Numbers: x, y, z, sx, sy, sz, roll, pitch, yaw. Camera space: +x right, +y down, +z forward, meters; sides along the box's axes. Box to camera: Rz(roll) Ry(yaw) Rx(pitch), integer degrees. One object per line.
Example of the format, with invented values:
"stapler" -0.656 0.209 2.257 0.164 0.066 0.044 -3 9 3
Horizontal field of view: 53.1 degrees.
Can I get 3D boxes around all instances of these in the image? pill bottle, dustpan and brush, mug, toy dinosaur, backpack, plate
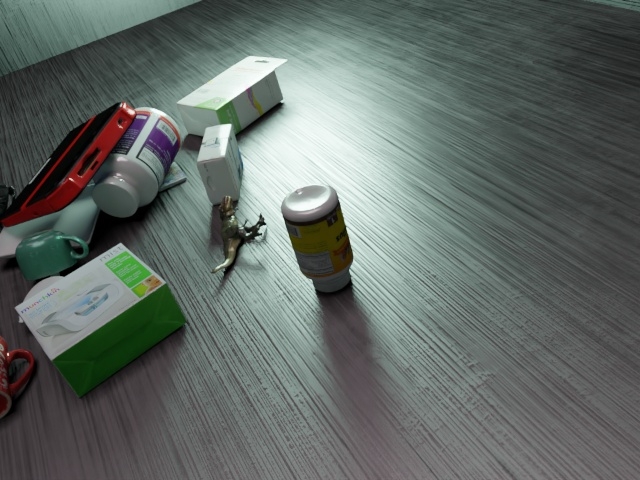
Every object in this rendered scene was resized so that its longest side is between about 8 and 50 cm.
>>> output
"pill bottle" -0.522 -0.219 1.807 0.182 0.181 0.323 -3 44 17
"dustpan and brush" -0.641 0.119 1.537 0.147 0.060 0.211 -21 43 -9
"mug" -0.666 0.270 1.293 0.150 0.113 0.169 -28 41 -13
"pill bottle" 0.000 0.000 1.305 0.117 0.215 0.117 -10 36 8
"toy dinosaur" -0.195 -0.019 1.542 0.118 0.064 0.268 -18 38 9
"backpack" -0.945 -0.085 1.805 0.182 0.115 0.152 -34 28 55
"plate" -0.735 -0.049 1.777 0.277 0.045 0.278 -8 40 4
"mug" -0.674 0.025 1.597 0.158 0.097 0.129 -26 16 -31

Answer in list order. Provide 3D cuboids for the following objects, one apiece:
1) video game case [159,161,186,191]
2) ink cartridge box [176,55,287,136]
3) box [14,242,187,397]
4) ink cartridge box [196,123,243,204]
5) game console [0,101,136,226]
"video game case" -0.454 -0.190 1.902 0.087 0.011 0.122 -26 37 -14
"ink cartridge box" -0.271 -0.478 2.122 0.207 0.119 0.353 18 49 38
"box" -0.460 0.158 1.350 0.262 0.126 0.231 -35 42 -23
"ink cartridge box" -0.270 -0.209 1.749 0.082 0.139 0.190 -10 37 5
"game console" -0.685 -0.208 1.755 0.342 0.060 0.386 -15 40 41
